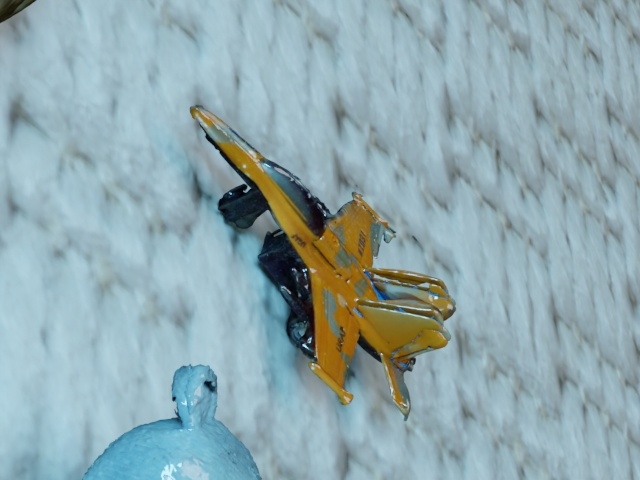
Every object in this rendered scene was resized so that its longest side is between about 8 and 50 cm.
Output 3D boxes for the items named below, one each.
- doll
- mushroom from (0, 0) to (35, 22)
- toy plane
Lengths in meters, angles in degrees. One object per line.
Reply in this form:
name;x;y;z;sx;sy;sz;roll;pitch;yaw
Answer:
doll;-0.086;0.129;0.722;0.180;0.075;0.120;-43;149;-41
mushroom;-0.151;-0.148;0.756;0.151;0.156;0.286;81;14;-45
toy plane;-0.009;0.005;0.963;0.188;0.062;0.135;39;37;-21
